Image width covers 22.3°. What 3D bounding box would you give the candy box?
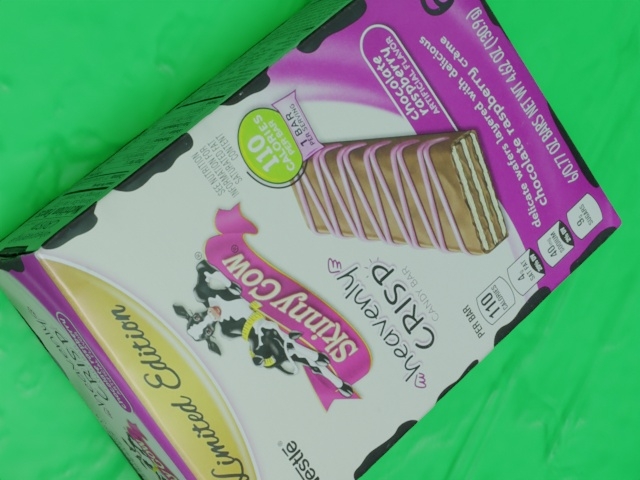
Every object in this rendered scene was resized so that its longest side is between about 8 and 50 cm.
[{"bbox_3d":[0.000,0.000,0.686,0.233,0.071,0.159,-41,106,-24],"label":"candy box"}]
